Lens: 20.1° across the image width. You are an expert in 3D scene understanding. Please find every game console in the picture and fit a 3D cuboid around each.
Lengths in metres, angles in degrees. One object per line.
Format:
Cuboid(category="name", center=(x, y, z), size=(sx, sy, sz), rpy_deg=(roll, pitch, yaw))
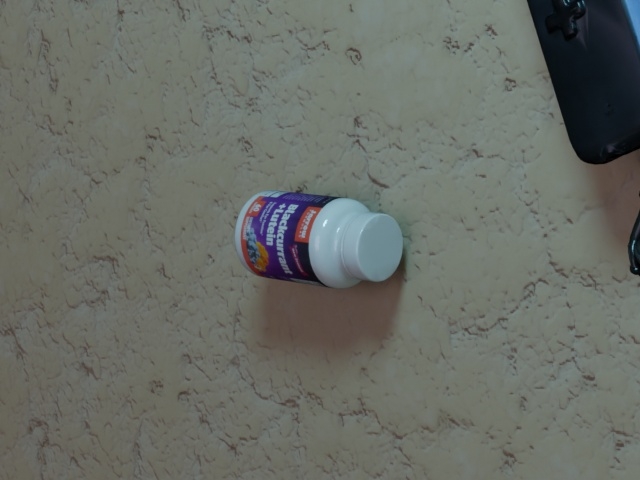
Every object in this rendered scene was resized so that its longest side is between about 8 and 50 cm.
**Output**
Cuboid(category="game console", center=(0.359, -0.293, 1.740), size=(0.386, 0.060, 0.342), rpy_deg=(-25, 69, 39))

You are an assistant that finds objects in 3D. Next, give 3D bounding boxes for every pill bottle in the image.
Cuboid(category="pill bottle", center=(0.000, 0.000, 2.136), size=(0.193, 0.108, 0.108), rpy_deg=(7, 100, 43))

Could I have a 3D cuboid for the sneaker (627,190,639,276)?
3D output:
Cuboid(category="sneaker", center=(0.360, 0.039, 1.750), size=(0.098, 0.135, 0.276), rpy_deg=(12, 120, 44))
